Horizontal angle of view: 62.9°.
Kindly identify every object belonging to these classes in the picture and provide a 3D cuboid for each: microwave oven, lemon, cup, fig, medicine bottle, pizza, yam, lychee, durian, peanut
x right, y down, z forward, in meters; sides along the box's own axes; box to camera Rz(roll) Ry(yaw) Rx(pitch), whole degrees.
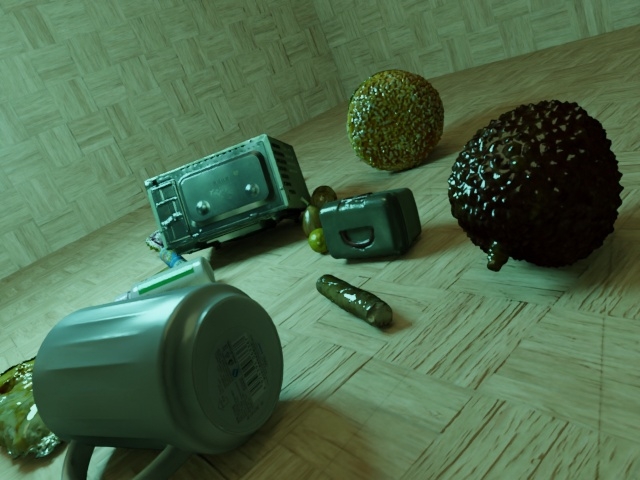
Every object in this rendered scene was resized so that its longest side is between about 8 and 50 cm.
[{"bbox_3d":[-0.258,-0.124,1.593,0.394,0.247,0.333,-18,0,13],"label":"microwave oven"},{"bbox_3d":[0.000,0.000,1.329,0.062,0.062,0.083,-20,15,8],"label":"lemon"},{"bbox_3d":[-0.250,0.233,0.786,0.327,0.237,0.323,-11,52,31],"label":"cup"},{"bbox_3d":[-0.017,-0.062,1.418,0.089,0.125,0.089,-22,15,6],"label":"fig"},{"bbox_3d":[-0.416,0.130,1.399,0.260,0.095,0.095,-21,19,-1],"label":"medicine bottle"},{"bbox_3d":[-0.595,0.306,1.159,0.392,0.080,0.435,-14,19,23],"label":"pizza"},{"bbox_3d":[-0.410,0.074,1.528,0.051,0.051,0.191,-33,40,-26],"label":"medicine bottle"},{"bbox_3d":[0.058,0.109,0.989,0.057,0.057,0.241,-29,21,-17],"label":"yam"},{"bbox_3d":[0.341,-0.085,0.857,0.304,0.276,0.275,-58,29,-11],"label":"lychee"},{"bbox_3d":[-0.526,0.010,1.881,0.186,0.119,0.108,-34,57,3],"label":"durian"},{"bbox_3d":[0.007,-0.121,1.620,0.089,0.089,0.193,-19,15,9],"label":"peanut"}]

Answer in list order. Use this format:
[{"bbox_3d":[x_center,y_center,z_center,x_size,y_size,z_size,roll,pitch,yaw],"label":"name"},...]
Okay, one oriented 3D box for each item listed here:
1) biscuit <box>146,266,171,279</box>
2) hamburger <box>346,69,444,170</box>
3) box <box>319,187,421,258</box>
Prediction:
[{"bbox_3d":[-0.459,0.120,1.557,0.183,0.039,0.174,-35,22,-30],"label":"biscuit"},{"bbox_3d":[0.241,-0.400,1.733,0.330,0.330,0.250,-18,21,13],"label":"hamburger"},{"bbox_3d":[0.114,-0.038,1.188,0.210,0.148,0.129,-7,13,37],"label":"box"}]
